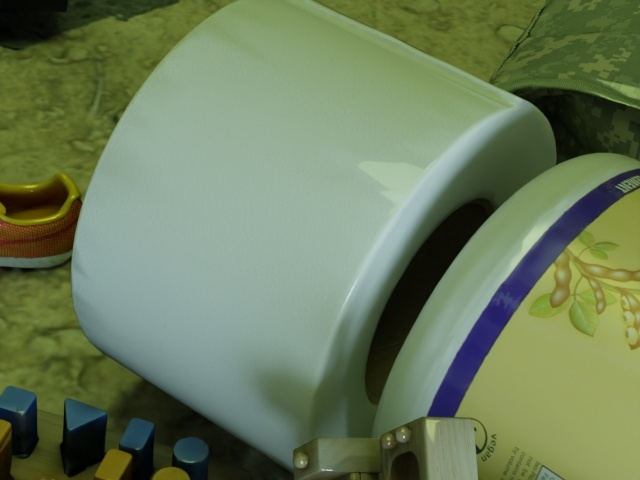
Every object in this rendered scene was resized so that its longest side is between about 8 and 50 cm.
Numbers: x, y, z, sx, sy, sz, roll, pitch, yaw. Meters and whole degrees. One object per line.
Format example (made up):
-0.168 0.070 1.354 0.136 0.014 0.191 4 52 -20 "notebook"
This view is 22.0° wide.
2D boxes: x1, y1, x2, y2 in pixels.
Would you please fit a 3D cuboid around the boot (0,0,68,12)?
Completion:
-0.436 -0.306 1.319 0.445 0.146 0.367 -8 49 -13 "boot"

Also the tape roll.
0.000 0.000 0.941 0.169 0.246 0.246 28 43 25 "tape roll"

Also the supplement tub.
0.217 0.129 0.820 0.331 0.241 0.241 32 45 28 "supplement tub"

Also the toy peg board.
-0.134 0.140 0.878 0.161 0.079 0.161 15 40 9 "toy peg board"

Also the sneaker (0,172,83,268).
-0.238 -0.011 1.055 0.175 0.067 0.064 -15 46 -23 "sneaker"

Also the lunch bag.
0.259 -0.079 1.139 0.287 0.169 0.235 24 42 13 "lunch bag"

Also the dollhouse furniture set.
-0.013 0.163 0.754 0.123 0.151 0.144 3 73 -22 "dollhouse furniture set"
